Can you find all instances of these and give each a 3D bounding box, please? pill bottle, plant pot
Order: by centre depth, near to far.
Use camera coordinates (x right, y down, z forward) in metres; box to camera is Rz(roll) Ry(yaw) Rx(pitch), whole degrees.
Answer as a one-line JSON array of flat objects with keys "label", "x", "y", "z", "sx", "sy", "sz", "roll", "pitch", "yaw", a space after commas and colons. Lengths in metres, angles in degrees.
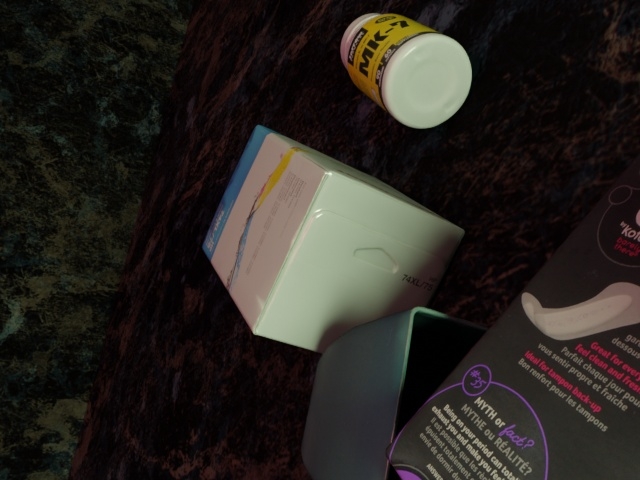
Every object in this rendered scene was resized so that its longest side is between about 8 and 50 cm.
[{"label": "plant pot", "x": 0.081, "y": 0.170, "z": 0.606, "sx": 0.234, "sy": 0.165, "sz": 0.165, "roll": -22, "pitch": 53, "yaw": 63}, {"label": "pill bottle", "x": 0.105, "y": -0.240, "z": 0.872, "sx": 0.119, "sy": 0.119, "sz": 0.208, "roll": -60, "pitch": 29, "yaw": 17}]

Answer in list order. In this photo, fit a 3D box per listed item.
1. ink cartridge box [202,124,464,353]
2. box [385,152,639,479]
[{"label": "ink cartridge box", "x": 0.000, "y": 0.000, "z": 0.816, "sx": 0.197, "sy": 0.198, "sz": 0.270, "roll": -64, "pitch": 28, "yaw": 9}, {"label": "box", "x": 0.200, "y": 0.103, "z": 0.385, "sx": 0.270, "sy": 0.143, "sz": 0.165, "roll": -50, "pitch": 30, "yaw": 3}]
